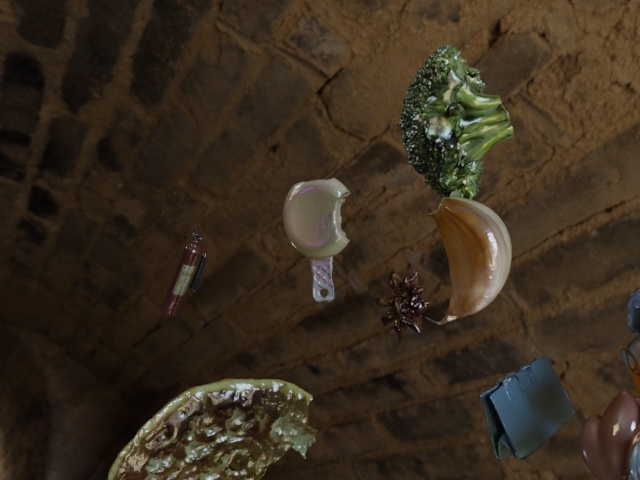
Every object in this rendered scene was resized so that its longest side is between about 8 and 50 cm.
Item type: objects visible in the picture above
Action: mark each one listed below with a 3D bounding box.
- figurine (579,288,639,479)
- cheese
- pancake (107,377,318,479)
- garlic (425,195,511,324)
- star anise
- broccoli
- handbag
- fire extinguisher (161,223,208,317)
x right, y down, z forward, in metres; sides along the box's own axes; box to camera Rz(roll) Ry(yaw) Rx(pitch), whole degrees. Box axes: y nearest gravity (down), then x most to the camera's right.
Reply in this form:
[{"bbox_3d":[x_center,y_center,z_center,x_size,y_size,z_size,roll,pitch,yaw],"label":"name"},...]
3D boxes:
[{"bbox_3d":[0.587,0.295,1.042,0.248,0.388,0.277,11,-37,42],"label":"figurine"},{"bbox_3d":[0.000,0.000,1.444,0.163,0.082,0.287,-7,-91,15],"label":"cheese"},{"bbox_3d":[-0.206,0.427,1.307,0.067,0.426,0.305,22,-38,61],"label":"pancake"},{"bbox_3d":[0.249,0.032,0.986,0.115,0.128,0.207,-4,-94,64],"label":"garlic"},{"bbox_3d":[0.189,0.143,1.424,0.057,0.168,0.167,13,-23,-34],"label":"star anise"},{"bbox_3d":[0.217,-0.185,1.023,0.176,0.198,0.226,-39,-104,25],"label":"broccoli"},{"bbox_3d":[0.407,0.326,1.229,0.057,0.221,0.144,-23,-95,51],"label":"handbag"},{"bbox_3d":[-0.232,0.059,1.092,0.048,0.035,0.173,24,-72,0],"label":"fire extinguisher"}]
